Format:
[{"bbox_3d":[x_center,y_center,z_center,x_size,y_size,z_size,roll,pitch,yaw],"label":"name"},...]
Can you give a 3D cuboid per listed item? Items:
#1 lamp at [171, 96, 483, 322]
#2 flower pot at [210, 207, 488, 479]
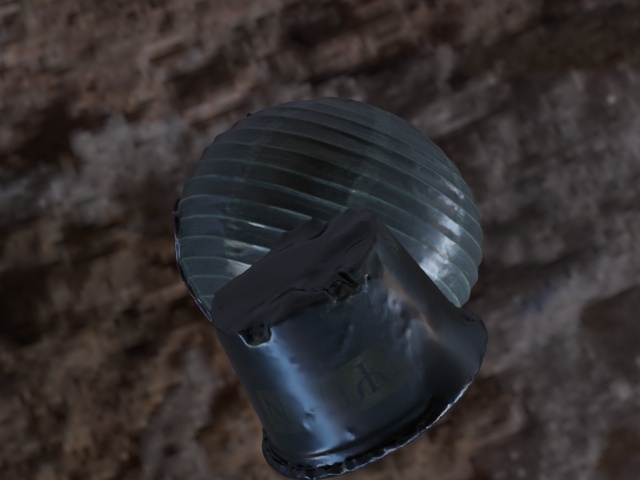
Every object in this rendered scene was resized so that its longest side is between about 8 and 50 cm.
[{"bbox_3d":[0.000,0.000,1.666,0.265,0.233,0.233,24,148,4],"label":"lamp"},{"bbox_3d":[0.007,0.055,1.200,0.157,0.157,0.107,-29,113,14],"label":"flower pot"}]
